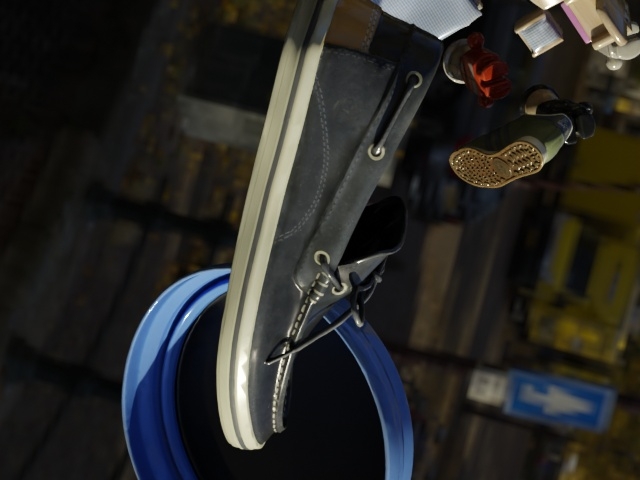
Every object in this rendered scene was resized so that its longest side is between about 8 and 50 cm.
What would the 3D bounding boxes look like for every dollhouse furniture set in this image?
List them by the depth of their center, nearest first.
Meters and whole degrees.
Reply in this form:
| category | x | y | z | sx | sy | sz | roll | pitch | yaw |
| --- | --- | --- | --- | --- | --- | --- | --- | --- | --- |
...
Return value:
| category | x | y | z | sx | sy | sz | roll | pitch | yaw |
| --- | --- | --- | --- | --- | --- | --- | --- | --- | --- |
| dollhouse furniture set | 0.145 | -0.259 | 1.944 | 0.286 | 0.303 | 0.198 | 53 | 24 | -22 |

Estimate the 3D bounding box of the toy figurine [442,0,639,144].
| category | x | y | z | sx | sy | sz | roll | pitch | yaw |
| --- | --- | --- | --- | --- | --- | --- | --- | --- | --- |
| toy figurine | 0.289 | -0.250 | 2.287 | 0.209 | 0.213 | 0.148 | -61 | -157 | 8 |

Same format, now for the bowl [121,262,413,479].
| category | x | y | z | sx | sy | sz | roll | pitch | yaw |
| --- | --- | --- | --- | --- | --- | --- | --- | --- | --- |
| bowl | -0.061 | 0.215 | 2.025 | 0.077 | 0.391 | 0.391 | -16 | 123 | -52 |

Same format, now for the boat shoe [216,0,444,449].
| category | x | y | z | sx | sy | sz | roll | pitch | yaw |
| --- | --- | --- | --- | --- | --- | --- | --- | --- | --- |
| boat shoe | 0.000 | 0.000 | 1.674 | 0.187 | 0.156 | 0.500 | -80 | -176 | -62 |

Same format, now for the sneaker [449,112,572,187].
| category | x | y | z | sx | sy | sz | roll | pitch | yaw |
| --- | --- | --- | --- | --- | --- | --- | --- | --- | --- |
| sneaker | 0.248 | -0.120 | 2.228 | 0.086 | 0.064 | 0.192 | -42 | -165 | -25 |
